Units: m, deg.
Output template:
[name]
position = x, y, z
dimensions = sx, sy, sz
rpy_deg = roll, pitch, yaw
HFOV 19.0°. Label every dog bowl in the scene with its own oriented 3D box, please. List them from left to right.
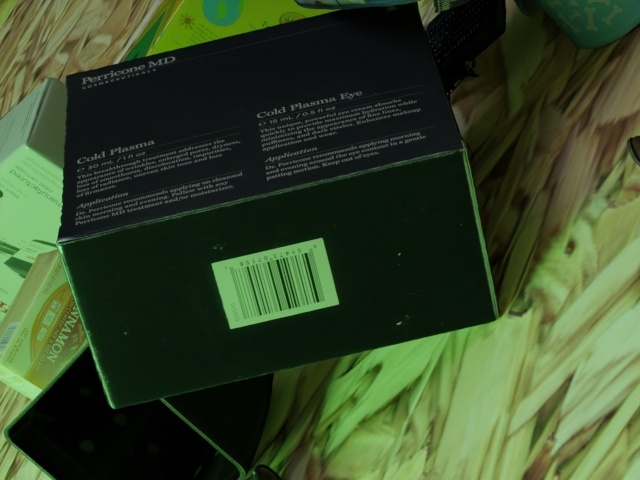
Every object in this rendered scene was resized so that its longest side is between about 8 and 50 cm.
[dog bowl]
position = 0.242, -0.283, 1.793
dimensions = 0.166, 0.074, 0.297
rpy_deg = -52, 23, 6

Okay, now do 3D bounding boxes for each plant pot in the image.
[plant pot]
position = -0.153, 0.155, 1.821
dimensions = 0.188, 0.187, 0.167
rpy_deg = -44, 6, 39

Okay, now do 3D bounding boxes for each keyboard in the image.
[keyboard]
position = 0.128, -0.197, 1.859
dimensions = 0.192, 0.038, 0.100
rpy_deg = 139, 131, -67

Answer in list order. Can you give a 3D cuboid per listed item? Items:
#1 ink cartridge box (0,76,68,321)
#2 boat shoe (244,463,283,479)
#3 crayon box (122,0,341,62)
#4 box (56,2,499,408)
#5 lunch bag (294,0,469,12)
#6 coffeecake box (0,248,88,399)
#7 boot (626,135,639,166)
[ink cartridge box]
position = -0.348, -0.031, 2.387
dimensions = 0.307, 0.223, 0.129
rpy_deg = -34, 31, 40
[boat shoe]
position = -0.041, 0.230, 1.681
dimensions = 0.038, 0.046, 0.125
rpy_deg = -60, 15, 1
[crayon box]
position = -0.105, -0.194, 2.176
dimensions = 0.318, 0.202, 0.081
rpy_deg = -57, 23, -8
[box]
position = -0.043, -0.043, 1.684
dimensions = 0.343, 0.179, 0.312
rpy_deg = -13, 32, 2
[lunch bag]
position = 0.107, -0.286, 1.724
dimensions = 0.243, 0.115, 0.303
rpy_deg = -19, 16, -21
[coffeecake box]
position = -0.247, 0.118, 2.042
dimensions = 0.068, 0.185, 0.142
rpy_deg = -10, 49, 59
[boot]
position = 0.297, -0.087, 1.468
dimensions = 0.114, 0.037, 0.106
rpy_deg = -51, 36, 17
